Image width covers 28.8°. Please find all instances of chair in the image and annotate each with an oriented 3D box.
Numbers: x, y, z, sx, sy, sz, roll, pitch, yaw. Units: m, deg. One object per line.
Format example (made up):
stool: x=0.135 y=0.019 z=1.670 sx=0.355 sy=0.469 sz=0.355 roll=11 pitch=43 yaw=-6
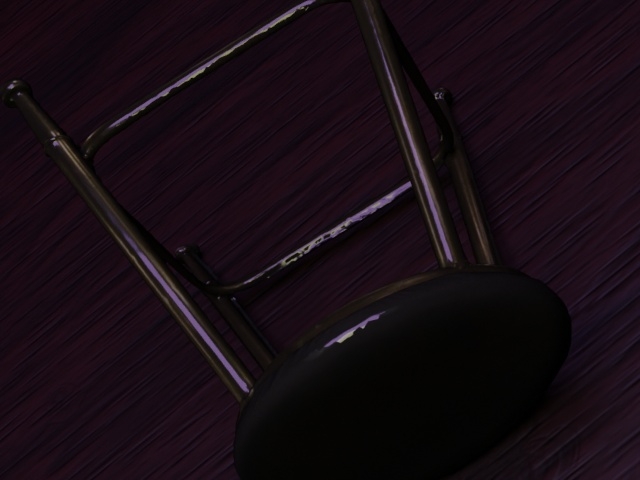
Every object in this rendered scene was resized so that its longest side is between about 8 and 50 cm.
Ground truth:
chair: x=0.000 y=0.000 z=1.138 sx=0.362 sy=0.364 sz=0.410 roll=-31 pitch=55 yaw=6
